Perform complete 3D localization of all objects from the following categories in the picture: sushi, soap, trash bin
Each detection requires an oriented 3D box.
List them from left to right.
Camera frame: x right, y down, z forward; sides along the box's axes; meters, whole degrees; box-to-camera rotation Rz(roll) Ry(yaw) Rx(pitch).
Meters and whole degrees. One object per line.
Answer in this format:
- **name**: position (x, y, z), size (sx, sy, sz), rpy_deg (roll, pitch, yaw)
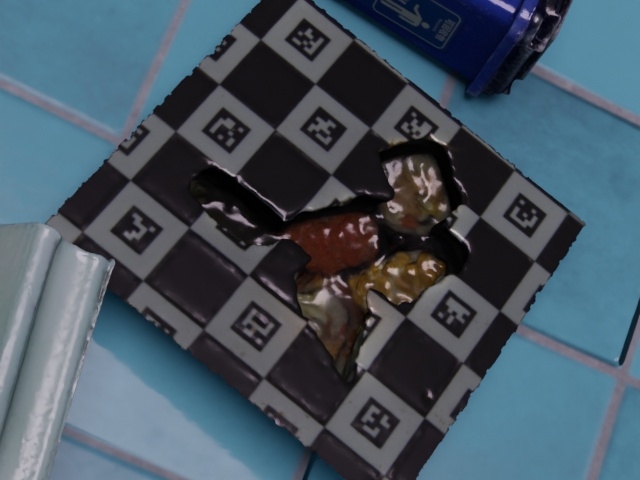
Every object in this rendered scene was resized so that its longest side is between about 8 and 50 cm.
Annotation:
- **soap**: position (-0.264, 0.118, 1.147), size (0.094, 0.150, 0.261), rpy_deg (35, 60, -42)
- **sushi**: position (0.000, 0.000, 1.322), size (0.359, 0.064, 0.343), rpy_deg (39, 61, -1)
- **trash bin**: position (0.116, -0.263, 1.395), size (0.234, 0.162, 0.184), rpy_deg (26, 67, -2)
